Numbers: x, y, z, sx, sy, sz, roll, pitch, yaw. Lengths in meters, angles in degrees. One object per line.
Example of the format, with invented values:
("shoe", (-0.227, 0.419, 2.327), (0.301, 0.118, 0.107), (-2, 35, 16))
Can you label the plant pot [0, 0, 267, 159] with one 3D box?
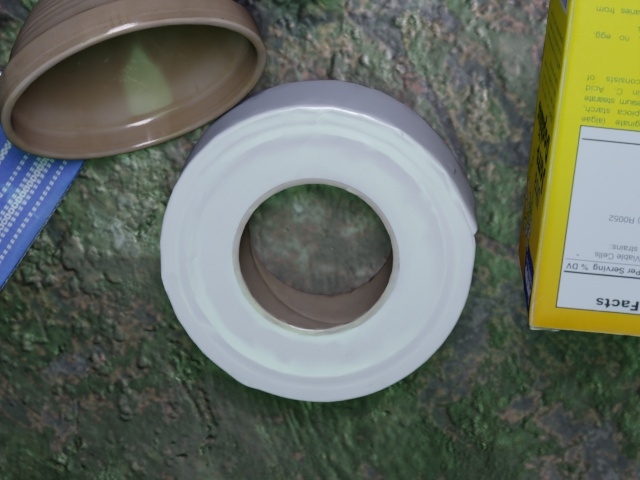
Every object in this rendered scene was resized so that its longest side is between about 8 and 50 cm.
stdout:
("plant pot", (-0.174, -0.171, 1.502), (0.237, 0.237, 0.110), (-24, 70, 11))

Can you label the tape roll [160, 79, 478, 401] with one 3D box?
("tape roll", (0.000, 0.000, 1.585), (0.286, 0.100, 0.286), (1, 108, 3))

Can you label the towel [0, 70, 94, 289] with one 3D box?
("towel", (-0.405, -0.093, 1.609), (0.336, 0.040, 0.243), (34, 108, -8))

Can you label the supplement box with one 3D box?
("supplement box", (0.287, -0.111, 1.478), (0.194, 0.195, 0.357), (6, 109, 2))
